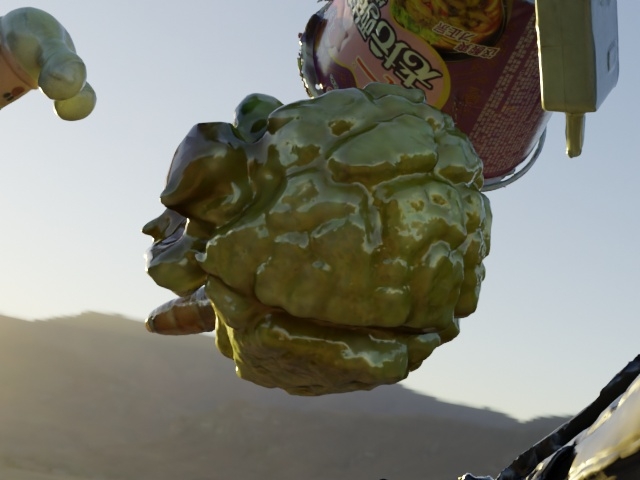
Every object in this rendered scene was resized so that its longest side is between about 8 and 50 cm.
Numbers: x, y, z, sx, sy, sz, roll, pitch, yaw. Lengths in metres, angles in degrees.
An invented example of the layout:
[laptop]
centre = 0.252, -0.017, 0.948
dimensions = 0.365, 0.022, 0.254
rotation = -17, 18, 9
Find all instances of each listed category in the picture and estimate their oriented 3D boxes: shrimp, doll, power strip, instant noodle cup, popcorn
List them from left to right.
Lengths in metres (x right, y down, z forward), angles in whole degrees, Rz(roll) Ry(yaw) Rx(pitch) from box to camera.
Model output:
[doll]
centre = -0.360, -0.168, 1.039
dimensions = 0.275, 0.113, 0.155
rotation = -8, -9, 8
[shrimp]
centre = -0.058, 0.067, 1.114
dimensions = 0.262, 0.051, 0.198
rotation = -18, -11, 37
[popcorn]
centre = 0.000, 0.000, 0.756
dimensions = 0.257, 0.224, 0.270
rotation = -7, -25, 20
[instant noodle cup]
centre = 0.165, -0.263, 1.167
dimensions = 0.339, 0.340, 0.266
rotation = 14, -36, -11
[power strip]
centre = 0.217, -0.206, 0.869
dimensions = 0.053, 0.288, 0.093
rotation = 4, 29, 28

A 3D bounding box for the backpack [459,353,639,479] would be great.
[backpack]
centre = 0.318, 0.200, 0.780
dimensions = 0.363, 0.255, 0.446
rotation = 11, -45, -20

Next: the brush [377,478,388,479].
[brush]
centre = 0.042, 0.252, 0.916
dimensions = 0.024, 0.083, 0.008
rotation = 24, -2, 5
